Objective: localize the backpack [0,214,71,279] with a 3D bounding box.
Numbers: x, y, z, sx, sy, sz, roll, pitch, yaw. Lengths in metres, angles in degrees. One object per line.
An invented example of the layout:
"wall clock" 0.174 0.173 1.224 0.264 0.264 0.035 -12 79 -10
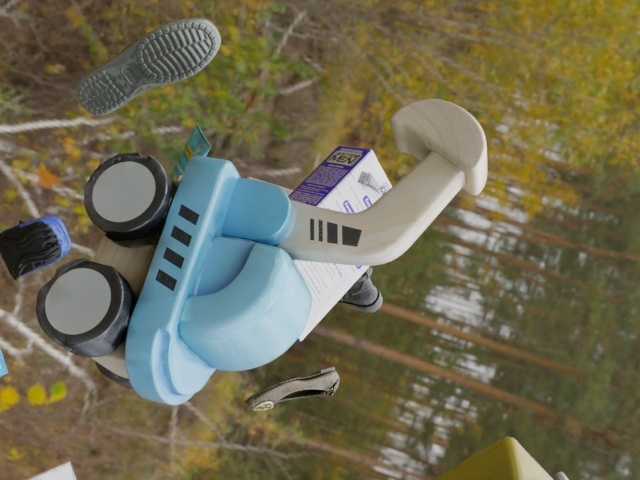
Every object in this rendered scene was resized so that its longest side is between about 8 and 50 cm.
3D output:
"backpack" -0.538 0.001 1.809 0.101 0.120 0.098 -67 135 -69

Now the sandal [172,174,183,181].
"sandal" -0.220 -0.062 1.510 0.240 0.079 0.088 -128 -157 -76

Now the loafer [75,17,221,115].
"loafer" -0.278 -0.291 1.525 0.087 0.251 0.094 -101 166 -60

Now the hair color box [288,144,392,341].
"hair color box" 0.000 0.000 1.776 0.339 0.110 0.185 -45 124 -21

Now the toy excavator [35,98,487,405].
"toy excavator" -0.050 0.011 1.167 0.222 0.445 0.433 68 36 -65

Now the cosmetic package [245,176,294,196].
"cosmetic package" -0.098 -0.069 2.027 0.099 0.239 0.060 -34 129 -37

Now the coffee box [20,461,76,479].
"coffee box" -0.494 0.535 1.237 0.337 0.334 0.338 -6 74 -66

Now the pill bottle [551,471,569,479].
"pill bottle" 0.459 0.578 1.981 0.186 0.112 0.112 -36 176 5

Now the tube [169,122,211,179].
"tube" -0.304 -0.165 2.164 0.052 0.080 0.207 -6 141 -43

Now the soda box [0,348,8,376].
"soda box" -0.586 0.209 1.500 0.210 0.067 0.071 -29 104 -76

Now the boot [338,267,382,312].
"boot" 0.025 0.068 2.243 0.229 0.263 0.091 66 39 -51

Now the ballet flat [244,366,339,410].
"ballet flat" -0.054 0.325 2.027 0.250 0.058 0.084 -10 165 -43

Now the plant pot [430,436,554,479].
"plant pot" 0.236 0.428 1.249 0.212 0.212 0.187 -35 -154 17
